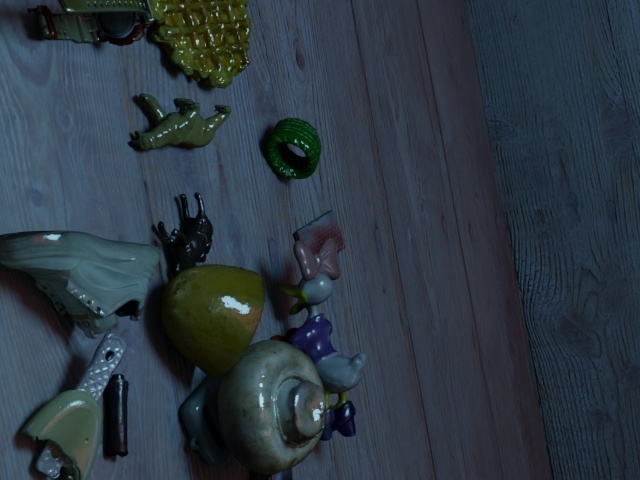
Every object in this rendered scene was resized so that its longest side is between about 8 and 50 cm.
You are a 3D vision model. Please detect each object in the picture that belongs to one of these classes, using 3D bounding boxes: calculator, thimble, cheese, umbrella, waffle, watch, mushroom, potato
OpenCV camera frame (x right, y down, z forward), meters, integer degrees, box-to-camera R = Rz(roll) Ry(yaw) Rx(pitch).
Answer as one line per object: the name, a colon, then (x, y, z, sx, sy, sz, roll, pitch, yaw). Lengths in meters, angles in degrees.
calculator: (-0.178, 0.312, 1.654, 0.246, 0.045, 0.141, -47, 120, -54)
thimble: (-0.057, -0.203, 1.967, 0.090, 0.118, 0.130, -74, 167, -45)
cheese: (-0.357, 0.249, 1.325, 0.127, 0.049, 0.235, 44, 60, -33)
umbrella: (-0.328, 0.282, 1.420, 0.036, 0.031, 0.133, 21, 61, -58)
waffle: (-0.243, -0.456, 1.783, 0.302, 0.068, 0.325, 43, 47, -45)
watch: (-0.378, -0.366, 1.419, 0.268, 0.165, 0.102, -27, 102, -61)
mushroom: (-0.080, 0.298, 1.604, 0.255, 0.184, 0.255, 16, 66, -41)
potato: (-0.209, 0.118, 1.564, 0.158, 0.178, 0.203, 34, 90, -32)

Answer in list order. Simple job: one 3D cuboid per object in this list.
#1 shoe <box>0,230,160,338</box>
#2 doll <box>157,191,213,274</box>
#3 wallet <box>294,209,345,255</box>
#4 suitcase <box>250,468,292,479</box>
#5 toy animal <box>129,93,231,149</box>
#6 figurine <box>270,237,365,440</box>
shoe: (-0.367, 0.071, 1.348, 0.316, 0.124, 0.159, 7, 83, -58)
doll: (-0.241, 0.012, 1.641, 0.139, 0.057, 0.165, -62, 141, -50)
wallet: (0.000, 0.000, 2.088, 0.196, 0.020, 0.103, -34, 109, -58)
suitcase: (-0.091, 0.496, 1.723, 0.086, 0.059, 0.126, 12, 70, -59)
toy animal: (-0.266, -0.216, 1.657, 0.218, 0.103, 0.101, -11, 113, -64)
figurine: (-0.004, 0.212, 1.839, 0.154, 0.193, 0.421, -7, 81, -57)
